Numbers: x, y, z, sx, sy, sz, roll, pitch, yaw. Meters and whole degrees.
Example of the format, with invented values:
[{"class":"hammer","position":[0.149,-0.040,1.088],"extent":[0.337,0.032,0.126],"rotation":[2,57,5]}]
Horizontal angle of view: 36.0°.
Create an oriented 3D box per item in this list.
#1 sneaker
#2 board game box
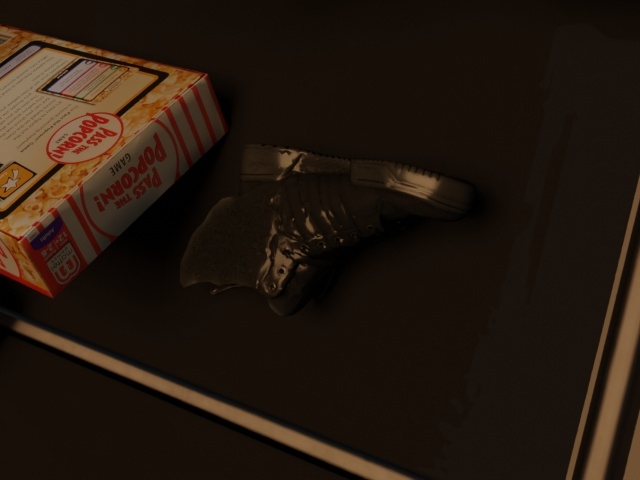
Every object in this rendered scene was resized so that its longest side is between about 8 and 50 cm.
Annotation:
[{"class":"sneaker","position":[-0.002,0.000,0.504],"extent":[0.170,0.051,0.089],"rotation":[13,92,39]},{"class":"board game box","position":[-0.174,-0.057,0.577],"extent":[0.193,0.045,0.147],"rotation":[20,54,35]}]
